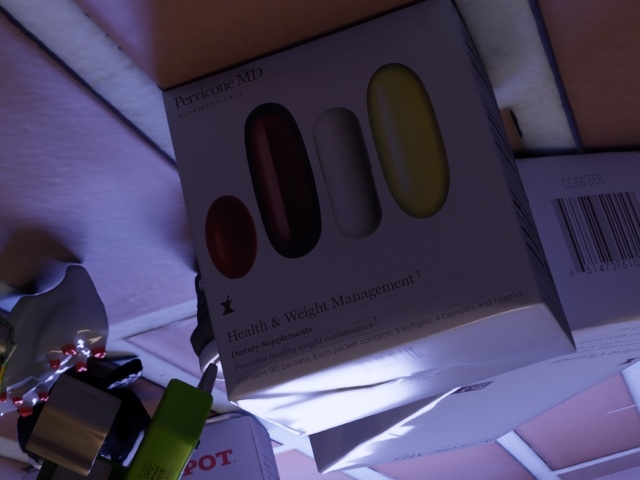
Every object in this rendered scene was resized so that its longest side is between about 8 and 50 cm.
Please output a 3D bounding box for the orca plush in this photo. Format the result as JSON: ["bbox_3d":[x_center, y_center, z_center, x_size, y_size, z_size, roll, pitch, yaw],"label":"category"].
[{"bbox_3d":[-0.188,0.168,1.433,0.102,0.151,0.287,-50,150,6],"label":"orca plush"}]

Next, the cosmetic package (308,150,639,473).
[{"bbox_3d":[0.144,0.071,1.305,0.217,0.156,0.385,-6,158,-27],"label":"cosmetic package"}]

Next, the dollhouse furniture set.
[{"bbox_3d":[-0.247,0.118,1.112,0.302,0.151,0.197,25,113,-5],"label":"dollhouse furniture set"}]

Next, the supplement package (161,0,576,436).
[{"bbox_3d":[0.031,-0.009,0.930,0.194,0.203,0.149,-19,160,11],"label":"supplement package"}]

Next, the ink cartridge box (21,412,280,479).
[{"bbox_3d":[-0.161,0.433,1.743,0.286,0.394,0.166,-15,163,3],"label":"ink cartridge box"}]

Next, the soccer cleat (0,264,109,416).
[{"bbox_3d":[-0.238,0.089,1.200,0.068,0.076,0.196,14,143,-44],"label":"soccer cleat"}]

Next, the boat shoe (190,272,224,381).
[{"bbox_3d":[0.000,0.000,1.137,0.112,0.095,0.335,6,147,-40],"label":"boat shoe"}]
